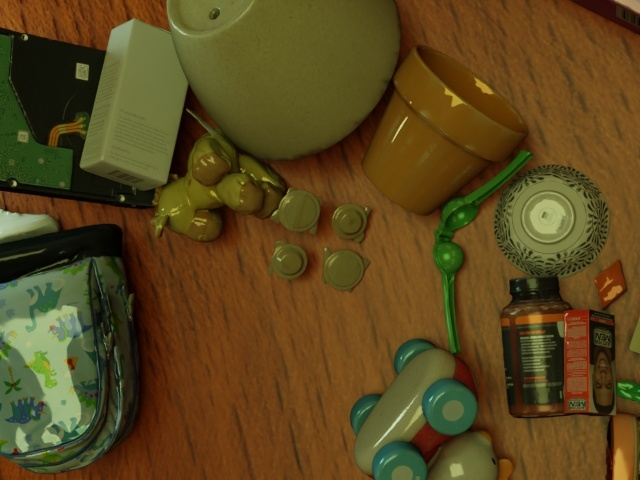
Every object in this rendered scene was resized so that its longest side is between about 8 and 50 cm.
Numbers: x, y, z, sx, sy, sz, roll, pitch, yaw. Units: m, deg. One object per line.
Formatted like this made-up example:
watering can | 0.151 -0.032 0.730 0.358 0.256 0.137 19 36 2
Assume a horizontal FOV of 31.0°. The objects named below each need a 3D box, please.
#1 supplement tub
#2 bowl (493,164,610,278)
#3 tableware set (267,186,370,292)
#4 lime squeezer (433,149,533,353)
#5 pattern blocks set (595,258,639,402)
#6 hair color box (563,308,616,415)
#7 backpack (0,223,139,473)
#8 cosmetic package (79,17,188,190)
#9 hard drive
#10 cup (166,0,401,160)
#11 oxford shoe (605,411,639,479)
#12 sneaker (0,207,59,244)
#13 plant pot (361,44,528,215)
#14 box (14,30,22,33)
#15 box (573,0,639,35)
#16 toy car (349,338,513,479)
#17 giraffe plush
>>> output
supplement tub | 0.312 0.150 1.641 0.106 0.106 0.198 -5 85 14
bowl | 0.330 -0.030 1.664 0.170 0.080 0.170 -1 86 15
tableware set | 0.000 0.000 1.742 0.168 0.020 0.141 12 100 -15
lime squeezer | 0.216 0.006 1.695 0.110 0.059 0.310 22 95 28
pattern blocks set | 0.526 0.091 1.605 0.285 0.026 0.325 27 87 24
hair color box | 0.372 0.169 1.592 0.043 0.072 0.141 -9 74 44
backpack | -0.415 0.178 1.772 0.290 0.273 0.356 -10 99 0
cosmetic package | -0.276 -0.205 1.755 0.085 0.117 0.231 -9 66 53
hard drive | -0.399 -0.182 1.751 0.064 0.339 0.237 -5 81 52
cup | -0.082 -0.310 1.654 0.331 0.237 0.331 -13 64 28
oxford shoe | 0.461 0.420 1.574 0.132 0.130 0.364 0 86 9
sneaker | -0.530 -0.029 1.893 0.212 0.080 0.094 -12 71 15
plant pot | 0.162 -0.147 1.668 0.205 0.205 0.188 43 112 14
box | -0.502 -0.214 1.850 0.044 0.159 0.233 25 92 -5
box | 0.472 -0.430 1.639 0.213 0.117 0.243 32 94 15
toy car | 0.190 0.291 1.643 0.238 0.219 0.210 36 95 -15
giraffe plush | -0.179 -0.070 1.764 0.210 0.181 0.170 45 107 19
